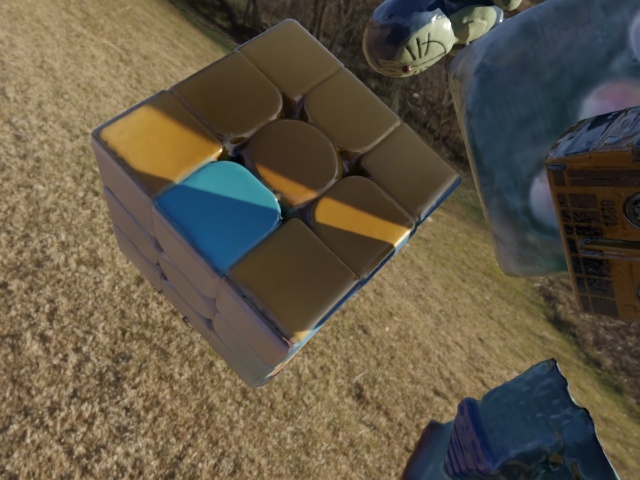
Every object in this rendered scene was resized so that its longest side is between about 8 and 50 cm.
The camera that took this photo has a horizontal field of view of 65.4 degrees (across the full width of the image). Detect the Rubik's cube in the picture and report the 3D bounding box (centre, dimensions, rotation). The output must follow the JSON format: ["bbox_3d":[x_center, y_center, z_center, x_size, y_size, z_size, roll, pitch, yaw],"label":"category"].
[{"bbox_3d":[-0.062,-0.030,0.633,0.291,0.290,0.292,45,63,6],"label":"Rubik's cube"}]

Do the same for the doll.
[{"bbox_3d":[0.201,-0.378,0.874,0.154,0.258,0.228,63,6,9],"label":"doll"}]

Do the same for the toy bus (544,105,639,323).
[{"bbox_3d":[0.263,-0.022,0.433,0.091,0.182,0.103,-41,29,-29],"label":"toy bus"}]

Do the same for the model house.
[{"bbox_3d":[0.229,0.360,0.644,0.295,0.329,0.251,51,21,-28],"label":"model house"}]

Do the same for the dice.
[{"bbox_3d":[0.376,-0.146,0.696,0.328,0.348,0.330,-15,-4,18],"label":"dice"}]
